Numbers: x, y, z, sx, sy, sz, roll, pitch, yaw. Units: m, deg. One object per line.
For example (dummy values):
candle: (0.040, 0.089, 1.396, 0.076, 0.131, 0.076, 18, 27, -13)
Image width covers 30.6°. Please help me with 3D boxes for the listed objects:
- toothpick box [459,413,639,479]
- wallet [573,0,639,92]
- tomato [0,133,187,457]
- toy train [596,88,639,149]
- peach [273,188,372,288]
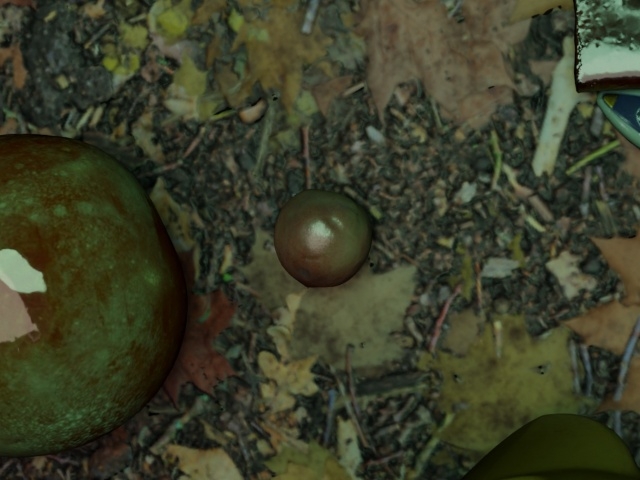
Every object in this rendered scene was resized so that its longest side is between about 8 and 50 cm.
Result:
toothpick box: (0.170, 0.366, 0.792, 0.409, 0.409, 0.425, -26, 86, 17)
wallet: (0.314, -0.181, 0.862, 0.255, 0.031, 0.137, -1, 94, 13)
tomato: (-0.250, 0.049, 0.951, 0.270, 0.222, 0.270, 3, 101, 17)
toy train: (0.321, -0.053, 0.873, 0.251, 0.048, 0.055, 27, 102, 10)
peach: (0.001, -0.001, 0.949, 0.083, 0.083, 0.083, 2, 99, 14)
